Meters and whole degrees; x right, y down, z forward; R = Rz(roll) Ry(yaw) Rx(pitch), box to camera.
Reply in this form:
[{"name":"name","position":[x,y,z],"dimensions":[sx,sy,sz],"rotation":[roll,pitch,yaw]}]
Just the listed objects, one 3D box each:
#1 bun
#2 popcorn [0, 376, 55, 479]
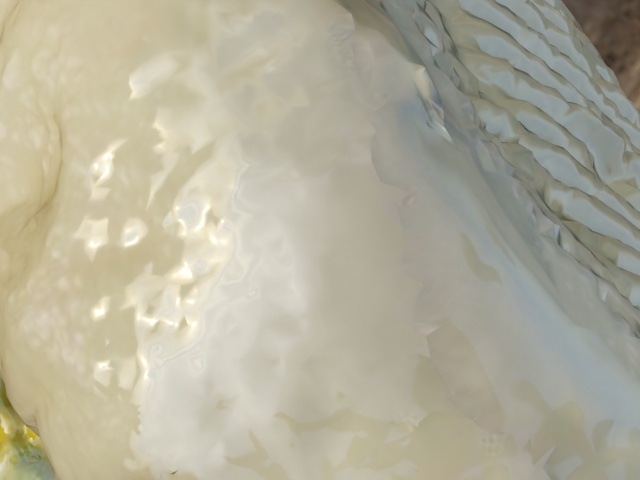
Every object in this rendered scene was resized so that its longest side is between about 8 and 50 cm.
[{"name":"bun","position":[0.000,0.000,0.674],"dimensions":[0.211,0.360,0.359],"rotation":[-35,139,20]},{"name":"popcorn","position":[-0.182,0.089,1.076],"dimensions":[0.225,0.249,0.249],"rotation":[2,122,-19]}]
